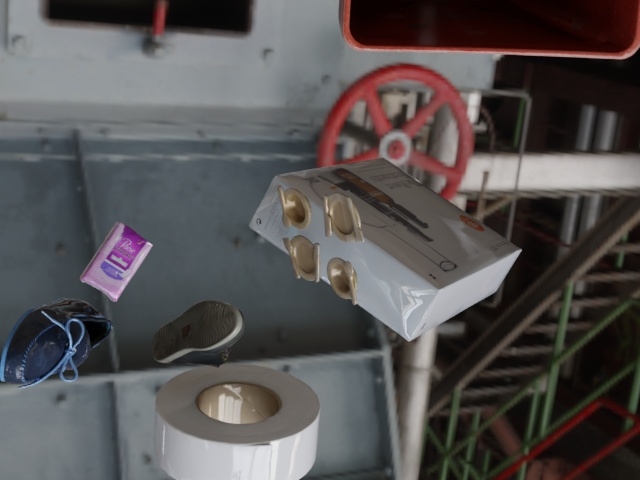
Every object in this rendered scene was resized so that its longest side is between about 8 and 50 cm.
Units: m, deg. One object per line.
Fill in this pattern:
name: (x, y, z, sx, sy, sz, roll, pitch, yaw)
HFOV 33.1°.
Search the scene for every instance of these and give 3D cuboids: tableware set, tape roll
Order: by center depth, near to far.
tableware set: (0.000, 0.000, 1.370, 0.020, 0.141, 0.169, -23, -154, -35)
tape roll: (-0.143, 0.319, 1.852, 0.286, 0.100, 0.286, 5, -160, -2)

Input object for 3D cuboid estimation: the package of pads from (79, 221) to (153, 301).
package of pads: (-0.238, 0.024, 1.256, 0.050, 0.083, 0.032, 35, 170, -18)

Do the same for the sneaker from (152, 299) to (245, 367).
sneaker: (-0.172, 0.156, 1.793, 0.118, 0.083, 0.222, 13, 156, -40)

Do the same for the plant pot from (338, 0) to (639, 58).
plant pot: (0.137, -0.319, 1.005, 0.267, 0.267, 0.236, 0, -165, -9)

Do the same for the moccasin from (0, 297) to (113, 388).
moccasin: (-0.473, 0.174, 1.975, 0.117, 0.137, 0.342, 16, -162, 5)

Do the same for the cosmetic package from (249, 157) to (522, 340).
cosmetic package: (0.110, -0.003, 1.604, 0.284, 0.097, 0.377, 37, -158, 17)
